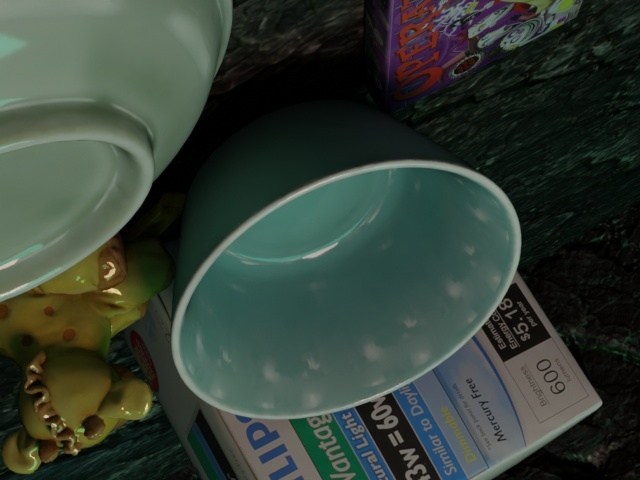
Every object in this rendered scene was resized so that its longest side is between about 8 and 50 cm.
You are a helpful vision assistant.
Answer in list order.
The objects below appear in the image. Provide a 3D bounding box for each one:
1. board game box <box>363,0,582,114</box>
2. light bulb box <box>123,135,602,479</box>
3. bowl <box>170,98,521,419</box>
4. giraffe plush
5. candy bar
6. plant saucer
[{"bbox_3d":[0.132,-0.224,0.798,0.208,0.056,0.347,-24,164,-5],"label":"board game box"},{"bbox_3d":[0.029,0.135,1.140,0.361,0.358,0.225,-24,162,-23],"label":"light bulb box"},{"bbox_3d":[0.000,0.000,0.931,0.311,0.163,0.312,-15,139,-14],"label":"bowl"},{"bbox_3d":[-0.211,0.099,0.908,0.210,0.171,0.181,-1,148,-48],"label":"giraffe plush"},{"bbox_3d":[-0.180,0.004,0.990,0.161,0.018,0.040,-38,159,28],"label":"candy bar"},{"bbox_3d":[-0.216,-0.041,0.642,0.400,0.101,0.400,-27,165,-8],"label":"plant saucer"}]
